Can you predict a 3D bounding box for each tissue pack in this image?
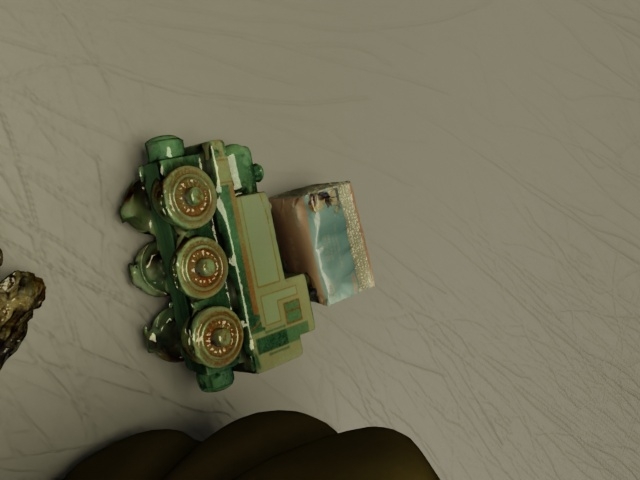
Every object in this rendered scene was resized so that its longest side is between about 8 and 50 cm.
[{"bbox_3d":[0.000,0.000,0.616,0.059,0.074,0.094,-19,100,-29],"label":"tissue pack"}]

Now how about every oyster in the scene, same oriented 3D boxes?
[{"bbox_3d":[-0.213,0.059,0.494,0.083,0.019,0.054,-54,156,-6],"label":"oyster"}]

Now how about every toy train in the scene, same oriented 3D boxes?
[{"bbox_3d":[-0.078,0.013,0.566,0.125,0.081,0.193,-16,98,-43],"label":"toy train"}]

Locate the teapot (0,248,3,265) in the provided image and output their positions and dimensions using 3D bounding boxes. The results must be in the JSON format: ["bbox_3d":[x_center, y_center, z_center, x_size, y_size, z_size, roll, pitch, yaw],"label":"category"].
[{"bbox_3d":[-0.231,0.016,0.455,0.068,0.076,0.121,2,53,-41],"label":"teapot"}]

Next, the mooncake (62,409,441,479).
[{"bbox_3d":[-0.087,0.238,0.398,0.379,0.378,0.200,-26,101,-30],"label":"mooncake"}]
